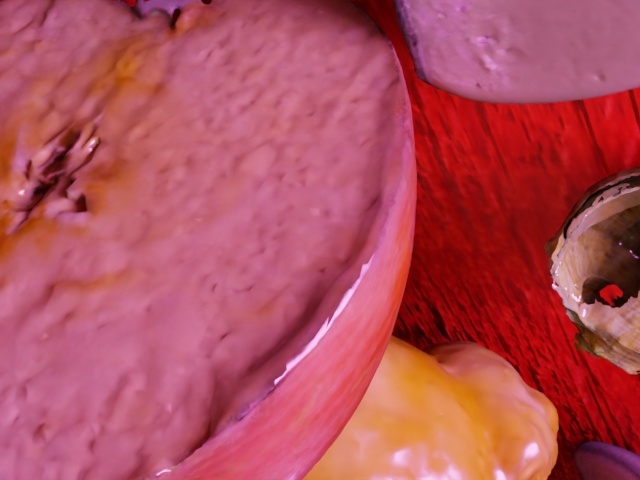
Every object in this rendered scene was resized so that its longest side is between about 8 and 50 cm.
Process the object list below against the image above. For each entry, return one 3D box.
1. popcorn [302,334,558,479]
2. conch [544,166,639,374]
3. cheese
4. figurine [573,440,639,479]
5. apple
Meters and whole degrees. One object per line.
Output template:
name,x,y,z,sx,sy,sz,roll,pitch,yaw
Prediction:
popcorn,0.020,0.190,0.535,0.316,0.297,0.281,45,179,-6
conch,0.140,0.008,0.416,0.089,0.074,0.121,2,134,-28
cheese,0.119,-0.083,0.333,0.192,0.037,0.097,8,146,27
figurine,0.265,0.174,0.478,0.377,0.361,0.266,40,166,52
apple,-0.088,0.018,0.445,0.293,0.251,0.163,15,152,27
